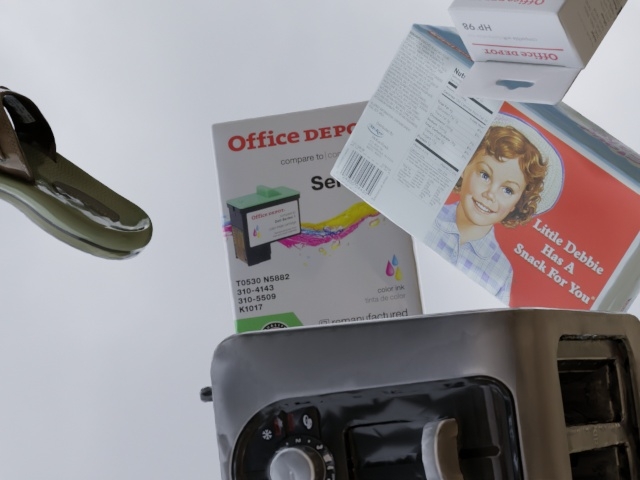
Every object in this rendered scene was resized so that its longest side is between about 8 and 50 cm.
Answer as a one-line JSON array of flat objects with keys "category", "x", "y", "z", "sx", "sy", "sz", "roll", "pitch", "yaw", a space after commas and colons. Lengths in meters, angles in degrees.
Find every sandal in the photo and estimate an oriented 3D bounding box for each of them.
[{"category": "sandal", "x": -0.276, "y": -0.089, "z": 1.591, "sx": 0.303, "sy": 0.086, "sz": 0.120, "roll": 28, "pitch": -152, "yaw": -12}]

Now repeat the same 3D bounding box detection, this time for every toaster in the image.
[{"category": "toaster", "x": 0.051, "y": 0.110, "z": 0.598, "sx": 0.186, "sy": 0.110, "sz": 0.168, "roll": 9, "pitch": -105, "yaw": -65}]

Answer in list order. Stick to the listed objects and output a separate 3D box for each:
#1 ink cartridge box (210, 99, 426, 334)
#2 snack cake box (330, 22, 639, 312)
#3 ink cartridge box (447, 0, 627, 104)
[{"category": "ink cartridge box", "x": 0.000, "y": 0.000, "z": 1.900, "sx": 0.117, "sy": 0.201, "sz": 0.278, "roll": 47, "pitch": -145, "yaw": -83}, {"category": "snack cake box", "x": 0.156, "y": -0.047, "z": 1.457, "sx": 0.264, "sy": 0.152, "sz": 0.089, "roll": 38, "pitch": -159, "yaw": 22}, {"category": "ink cartridge box", "x": 0.173, "y": -0.190, "z": 1.367, "sx": 0.180, "sy": 0.104, "sz": 0.060, "roll": -56, "pitch": -46, "yaw": -27}]
